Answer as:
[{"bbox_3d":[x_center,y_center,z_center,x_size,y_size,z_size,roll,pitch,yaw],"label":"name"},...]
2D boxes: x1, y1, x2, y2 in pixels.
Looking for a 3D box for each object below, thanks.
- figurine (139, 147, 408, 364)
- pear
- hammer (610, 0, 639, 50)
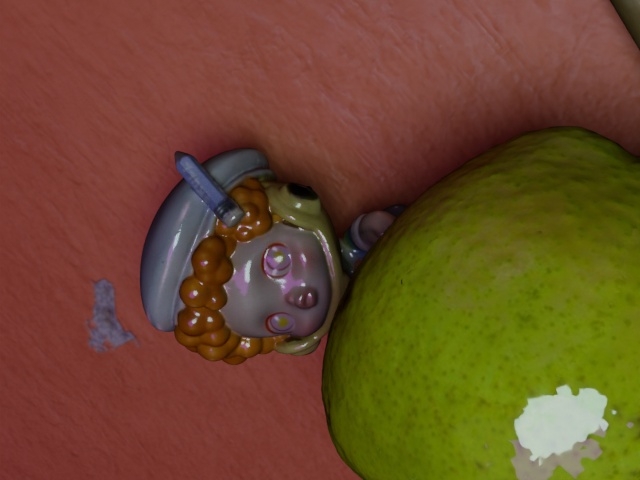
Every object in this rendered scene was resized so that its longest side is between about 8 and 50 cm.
[{"bbox_3d":[0.000,0.027,0.847,0.381,0.205,0.224,10,119,-14],"label":"figurine"},{"bbox_3d":[0.203,0.093,0.645,0.391,0.391,0.391,5,113,11],"label":"pear"},{"bbox_3d":[0.329,-0.156,0.707,0.113,0.202,0.305,-26,83,-6],"label":"hammer"}]
